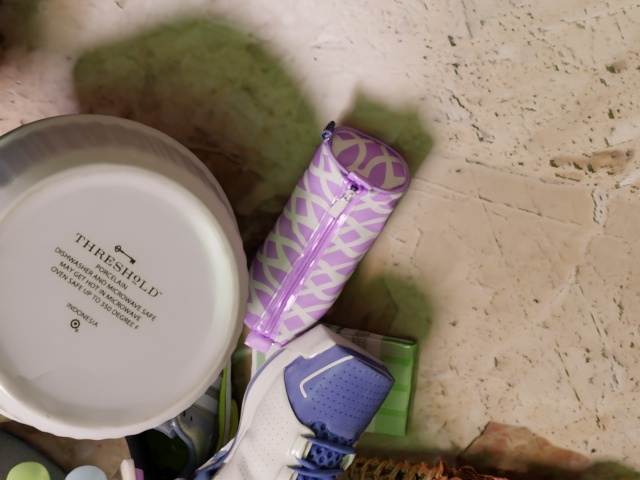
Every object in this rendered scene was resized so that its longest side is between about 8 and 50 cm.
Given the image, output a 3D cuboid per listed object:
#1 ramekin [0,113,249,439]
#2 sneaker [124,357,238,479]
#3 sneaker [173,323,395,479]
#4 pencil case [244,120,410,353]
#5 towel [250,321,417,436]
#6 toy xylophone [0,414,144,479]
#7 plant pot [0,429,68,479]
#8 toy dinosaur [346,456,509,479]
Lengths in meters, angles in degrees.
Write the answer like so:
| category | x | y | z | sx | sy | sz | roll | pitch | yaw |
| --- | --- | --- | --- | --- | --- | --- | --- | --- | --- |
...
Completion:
| category | x | y | z | sx | sy | sz | roll | pitch | yaw |
| --- | --- | --- | --- | --- | --- | --- | --- | --- | --- |
| ramekin | -0.182 | 0.036 | 1.153 | 0.272 | 0.127 | 0.273 | -3 | 101 | -18 |
| sneaker | -0.135 | 0.110 | 1.301 | 0.111 | 0.121 | 0.300 | 3 | 119 | 14 |
| sneaker | -0.033 | 0.244 | 1.246 | 0.127 | 0.182 | 0.315 | 28 | 109 | -42 |
| pencil case | 0.000 | 0.000 | 1.220 | 0.086 | 0.088 | 0.206 | 23 | 124 | -10 |
| towel | 0.011 | 0.124 | 1.330 | 0.152 | 0.023 | 0.113 | 10 | 123 | 8 |
| toy xylophone | -0.314 | 0.249 | 1.266 | 0.322 | 0.236 | 0.081 | -14 | 154 | -11 |
| plant pot | -0.388 | 0.323 | 1.436 | 0.252 | 0.248 | 0.247 | 49 | 121 | 3 |
| toy dinosaur | 0.175 | 0.298 | 1.328 | 0.322 | 0.164 | 0.218 | 38 | 112 | 34 |
